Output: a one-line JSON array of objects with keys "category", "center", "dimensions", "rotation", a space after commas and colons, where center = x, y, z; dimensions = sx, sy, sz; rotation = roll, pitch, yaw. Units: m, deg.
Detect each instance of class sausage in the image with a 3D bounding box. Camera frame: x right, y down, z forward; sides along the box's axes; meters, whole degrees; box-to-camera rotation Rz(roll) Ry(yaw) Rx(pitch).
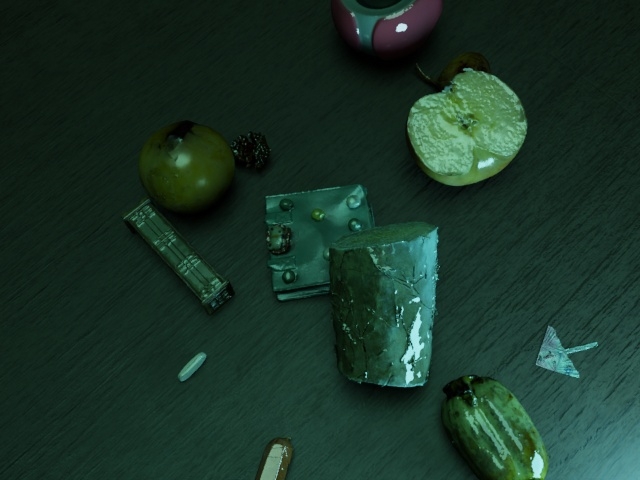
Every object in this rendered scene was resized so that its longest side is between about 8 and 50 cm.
[{"category": "sausage", "center": [-0.105, 0.503, 1.715], "dimensions": [0.065, 0.065, 0.169], "rotation": [14, 70, 9]}]

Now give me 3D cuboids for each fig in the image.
[{"category": "fig", "center": [0.342, -0.419, 2.077], "dimensions": [0.201, 0.133, 0.146], "rotation": [1, 35, 26]}]

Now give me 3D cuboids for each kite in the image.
[{"category": "kite", "center": [0.564, 0.254, 1.817], "dimensions": [0.153, 0.005, 0.137], "rotation": [-23, 68, -8]}]

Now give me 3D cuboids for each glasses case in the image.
[{"category": "glasses case", "center": [-0.299, 0.294, 1.833], "dimensions": [0.021, 0.032, 0.083], "rotation": [38, 74, 21]}]

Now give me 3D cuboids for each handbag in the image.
[{"category": "handbag", "center": [0.002, -0.002, 1.909], "dimensions": [0.274, 0.100, 0.268], "rotation": [-5, 67, 0]}]

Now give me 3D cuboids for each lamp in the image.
[{"category": "lamp", "center": [-0.348, 0.035, 1.920], "dimensions": [0.090, 0.089, 0.325], "rotation": [-41, 69, -13]}]

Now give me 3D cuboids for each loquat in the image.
[{"category": "loquat", "center": [-0.329, -0.177, 1.937], "dimensions": [0.235, 0.235, 0.234], "rotation": [-1, 66, 3]}]

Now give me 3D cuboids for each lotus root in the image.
[{"category": "lotus root", "center": [0.374, 0.429, 1.672], "dimensions": [0.173, 0.173, 0.309], "rotation": [-27, 67, -9]}]

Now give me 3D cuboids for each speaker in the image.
[{"category": "speaker", "center": [0.167, -0.624, 2.083], "dimensions": [0.295, 0.294, 0.294], "rotation": [-1, 66, 3]}]

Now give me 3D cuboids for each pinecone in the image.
[{"category": "pinecone", "center": [-0.180, -0.230, 2.030], "dimensions": [0.109, 0.102, 0.102], "rotation": [1, 61, 41]}]

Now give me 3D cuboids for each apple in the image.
[{"category": "apple", "center": [0.350, -0.261, 1.965], "dimensions": [0.293, 0.163, 0.251], "rotation": [-22, 74, -6]}]

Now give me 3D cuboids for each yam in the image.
[{"category": "yam", "center": [0.142, 0.135, 1.729], "dimensions": [0.241, 0.241, 0.347], "rotation": [0, 93, 3]}]

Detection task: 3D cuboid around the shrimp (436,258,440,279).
[{"category": "shrimp", "center": [0.218, 0.111, 1.860], "dimensions": [0.076, 0.082, 0.174], "rotation": [36, 80, 12]}]
